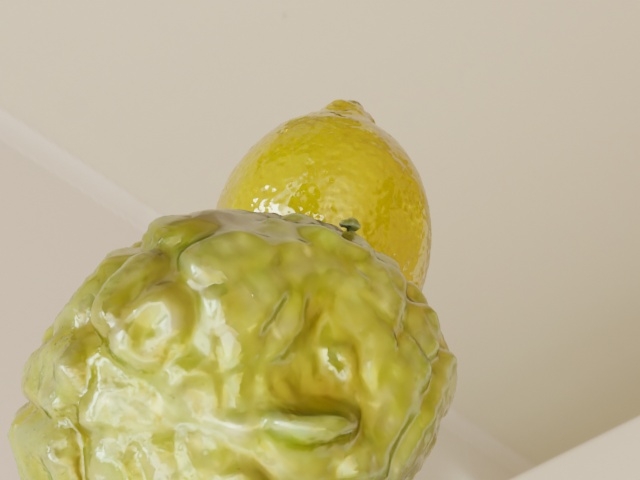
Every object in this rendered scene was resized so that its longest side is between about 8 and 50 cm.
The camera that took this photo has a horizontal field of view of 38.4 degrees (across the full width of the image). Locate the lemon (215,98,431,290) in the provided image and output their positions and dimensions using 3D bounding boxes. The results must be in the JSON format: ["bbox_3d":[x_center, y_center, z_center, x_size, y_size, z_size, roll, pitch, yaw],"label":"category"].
[{"bbox_3d":[0.000,0.000,0.768,0.187,0.187,0.244,9,-86,-54],"label":"lemon"}]

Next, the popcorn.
[{"bbox_3d":[-0.043,0.089,0.540,0.206,0.237,0.251,44,-176,8],"label":"popcorn"}]
